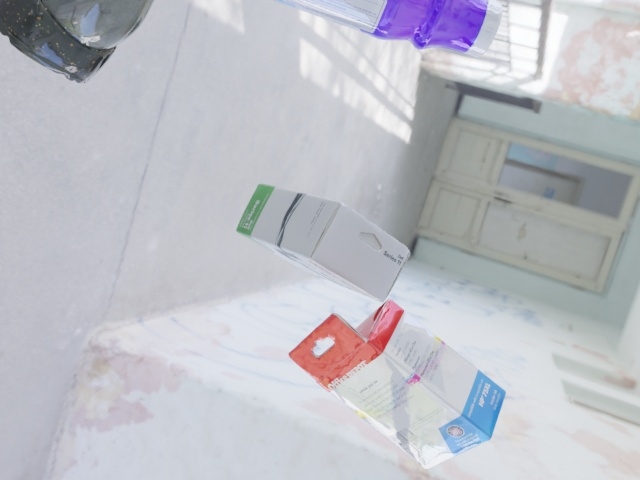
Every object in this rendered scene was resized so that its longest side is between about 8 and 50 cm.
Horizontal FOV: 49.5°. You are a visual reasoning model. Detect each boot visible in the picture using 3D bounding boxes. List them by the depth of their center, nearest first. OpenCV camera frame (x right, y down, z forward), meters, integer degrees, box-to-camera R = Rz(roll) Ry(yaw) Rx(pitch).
[{"bbox_3d":[-0.105,-0.213,0.373,0.161,0.247,0.083,-34,150,21],"label":"boot"}]

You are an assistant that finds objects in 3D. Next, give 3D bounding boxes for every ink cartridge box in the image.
[{"bbox_3d":[0.090,0.164,0.845,0.134,0.231,0.078,-47,-176,47],"label":"ink cartridge box"},{"bbox_3d":[0.000,0.000,0.984,0.153,0.208,0.087,32,82,-34],"label":"ink cartridge box"}]

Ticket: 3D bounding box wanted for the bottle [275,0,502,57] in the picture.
[{"bbox_3d":[0.061,-0.281,0.773,0.118,0.282,0.092,-87,-163,-51],"label":"bottle"}]
